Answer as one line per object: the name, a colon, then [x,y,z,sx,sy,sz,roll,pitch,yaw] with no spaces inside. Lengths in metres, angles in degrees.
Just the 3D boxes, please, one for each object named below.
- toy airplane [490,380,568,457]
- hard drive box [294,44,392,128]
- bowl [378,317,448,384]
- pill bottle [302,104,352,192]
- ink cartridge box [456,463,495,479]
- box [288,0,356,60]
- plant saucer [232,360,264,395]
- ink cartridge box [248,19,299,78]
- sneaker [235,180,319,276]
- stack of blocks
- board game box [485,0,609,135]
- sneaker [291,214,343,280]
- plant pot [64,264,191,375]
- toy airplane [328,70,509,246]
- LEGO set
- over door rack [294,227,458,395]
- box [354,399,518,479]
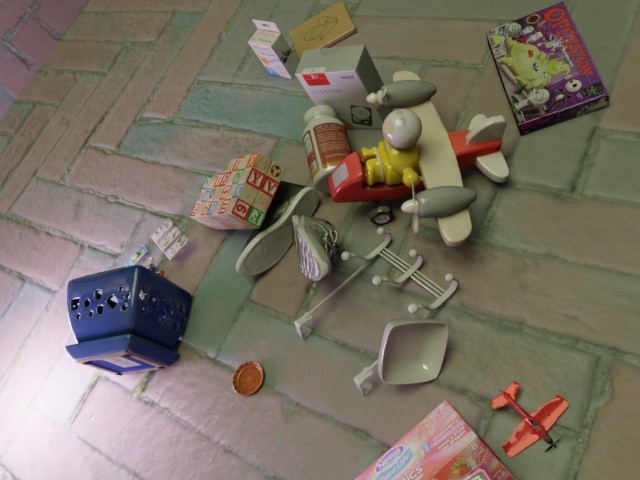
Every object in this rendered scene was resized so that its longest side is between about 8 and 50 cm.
toy airplane: [0.386,0.327,1.163,0.151,0.028,0.151,-13,57,21]
hard drive box: [0.067,-0.402,1.650,0.181,0.232,0.089,5,63,31]
bowl: [0.181,0.218,1.259,0.053,0.142,0.142,-136,50,-61]
pill bottle: [0.020,-0.243,1.629,0.121,0.121,0.216,-20,64,16]
ink cartridge box: [0.275,0.535,0.894,0.175,0.069,0.371,-33,61,-3]
box: [0.004,-0.671,1.986,0.201,0.021,0.164,-27,52,12]
plant saucer: [-0.170,0.327,1.466,0.083,0.013,0.084,-13,57,21]
ink cartridge box: [-0.149,-0.589,1.912,0.104,0.181,0.062,23,73,36]
sneaker: [-0.143,-0.039,1.629,0.147,0.104,0.296,28,73,41]
stack of blocks: [-0.226,-0.123,1.639,0.297,0.087,0.171,0,64,58]
board game box: [0.551,-0.432,1.535,0.208,0.056,0.347,-16,55,14]
sneaker: [0.000,0.000,1.465,0.115,0.105,0.281,-6,26,-7]
plant pot: [-0.491,0.214,1.571,0.235,0.236,0.212,-12,62,21]
toy airplane: [0.237,-0.206,1.413,0.386,0.272,0.384,26,77,33]
LEGO set: [-0.482,0.066,1.788,0.244,0.060,0.182,-47,39,-7]
over door rack: [0.112,0.140,1.373,0.324,0.108,0.239,-47,50,-5]
box: [0.176,0.451,1.087,0.300,0.154,0.142,-42,16,0]
